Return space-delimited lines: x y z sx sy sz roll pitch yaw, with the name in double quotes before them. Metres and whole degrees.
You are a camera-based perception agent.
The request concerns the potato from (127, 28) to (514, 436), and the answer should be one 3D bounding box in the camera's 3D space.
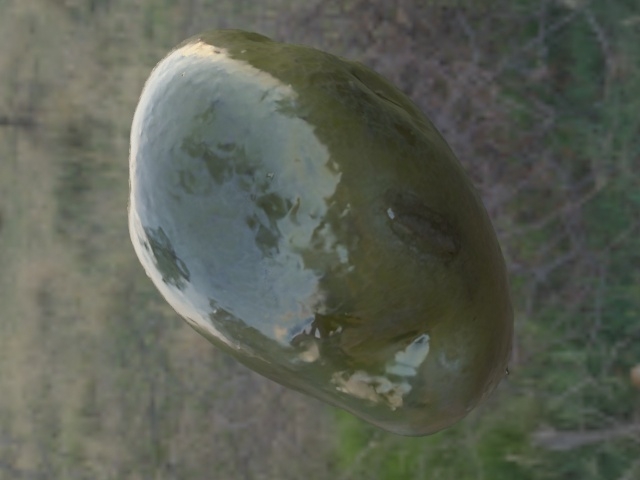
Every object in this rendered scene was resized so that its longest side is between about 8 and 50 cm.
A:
"potato" 0.000 0.000 0.771 0.160 0.235 0.178 -44 8 8
